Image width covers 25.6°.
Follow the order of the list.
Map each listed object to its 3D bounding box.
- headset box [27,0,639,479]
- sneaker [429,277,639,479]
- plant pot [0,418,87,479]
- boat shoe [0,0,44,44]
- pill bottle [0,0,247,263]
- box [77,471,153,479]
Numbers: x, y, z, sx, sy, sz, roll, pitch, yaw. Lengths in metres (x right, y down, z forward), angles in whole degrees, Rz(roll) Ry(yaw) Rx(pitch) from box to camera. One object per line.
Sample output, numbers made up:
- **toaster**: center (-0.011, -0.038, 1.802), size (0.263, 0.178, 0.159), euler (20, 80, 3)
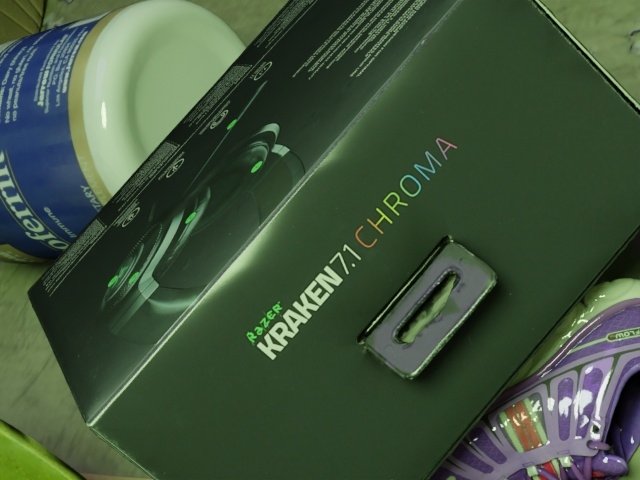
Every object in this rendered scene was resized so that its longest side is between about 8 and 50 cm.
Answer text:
- **headset box**: center (0.000, 0.000, 0.667), size (0.246, 0.131, 0.283), euler (-49, 18, -5)
- **sneaker**: center (0.097, 0.090, 0.620), size (0.170, 0.068, 0.071), euler (-45, 53, 10)
- **plant pot**: center (-0.258, 0.288, 0.567), size (0.353, 0.366, 0.366), euler (-52, 35, 18)
- **boat shoe**: center (-0.315, -0.156, 1.210), size (0.092, 0.103, 0.285), euler (-14, 54, 29)
- **pill bottle**: center (-0.174, -0.064, 0.945), size (0.265, 0.153, 0.153), euler (-7, 52, 41)
- **box**: center (-0.130, 0.204, 0.767), size (0.201, 0.021, 0.164), euler (-5, 54, 42)
